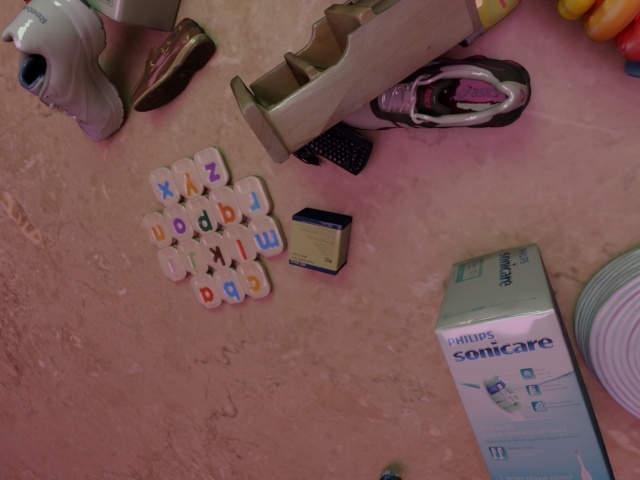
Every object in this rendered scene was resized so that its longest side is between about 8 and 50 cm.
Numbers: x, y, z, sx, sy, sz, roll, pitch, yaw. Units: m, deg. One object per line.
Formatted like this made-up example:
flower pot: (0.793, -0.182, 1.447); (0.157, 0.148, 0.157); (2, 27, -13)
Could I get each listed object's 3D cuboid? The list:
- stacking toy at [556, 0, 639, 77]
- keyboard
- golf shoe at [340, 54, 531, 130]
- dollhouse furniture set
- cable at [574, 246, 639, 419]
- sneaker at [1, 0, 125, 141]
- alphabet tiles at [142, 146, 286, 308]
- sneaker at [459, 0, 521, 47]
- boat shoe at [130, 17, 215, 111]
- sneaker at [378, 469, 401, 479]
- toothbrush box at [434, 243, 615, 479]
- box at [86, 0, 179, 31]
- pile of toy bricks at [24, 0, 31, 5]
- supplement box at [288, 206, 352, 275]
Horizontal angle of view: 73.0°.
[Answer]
stacking toy: (0.246, -0.290, 0.410); (0.301, 0.166, 0.175); (26, 116, 7)
keyboard: (-0.020, -0.148, 0.634); (0.192, 0.038, 0.100); (33, 148, 10)
golf shoe: (0.115, -0.189, 0.542); (0.272, 0.120, 0.105); (5, 111, 23)
dollhouse furniture set: (-0.055, -0.322, 0.409); (0.256, 0.362, 0.394); (-33, 123, 3)
cable: (0.456, 0.121, 0.517); (0.257, 0.089, 0.257); (-21, 98, 27)
sneaker: (-0.404, -0.253, 0.682); (0.111, 0.129, 0.297); (34, 153, 5)
alphabet tiles: (-0.200, -0.015, 0.787); (0.284, 0.021, 0.278); (-15, 101, 26)
sneaker: (0.164, -0.342, 0.498); (0.094, 0.081, 0.209); (-24, 103, 19)
boat shoe: (-0.247, -0.279, 0.698); (0.178, 0.064, 0.060); (-36, 86, 22)
sneaker: (0.134, 0.501, 0.801); (0.082, 0.071, 0.191); (17, 122, 10)
toothbrush box: (0.263, 0.181, 0.548); (0.126, 0.216, 0.296); (-17, 101, 26)
box: (-0.257, -0.478, 0.597); (0.148, 0.121, 0.311); (33, 117, 9)
pile of toy bricks: (-0.405, -0.456, 0.693); (0.105, 0.118, 0.212); (4, 93, -7)
supplement box: (0.000, 0.000, 0.687); (0.083, 0.056, 0.083); (13, 111, 19)
